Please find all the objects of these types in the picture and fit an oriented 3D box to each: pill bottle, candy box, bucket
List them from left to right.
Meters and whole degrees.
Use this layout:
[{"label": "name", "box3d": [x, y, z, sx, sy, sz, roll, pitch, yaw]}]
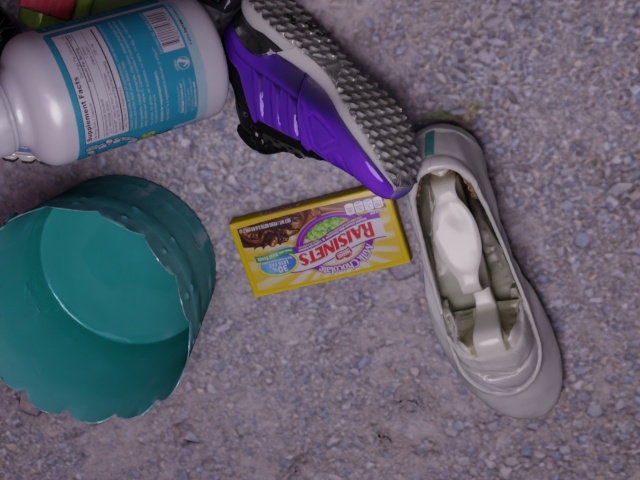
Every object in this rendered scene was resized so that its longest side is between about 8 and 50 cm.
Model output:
[{"label": "pill bottle", "box3d": [-0.244, -0.170, 1.195, 0.264, 0.146, 0.146, -21, 110, -23]}, {"label": "bucket", "box3d": [-0.264, 0.061, 1.331, 0.281, 0.183, 0.281, 3, 111, 9]}, {"label": "candy box", "box3d": [0.000, 0.000, 1.348, 0.206, 0.027, 0.105, -14, 111, 14]}]

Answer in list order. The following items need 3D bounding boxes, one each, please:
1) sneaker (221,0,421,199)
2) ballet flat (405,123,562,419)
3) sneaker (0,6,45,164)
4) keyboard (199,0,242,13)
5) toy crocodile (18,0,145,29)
[{"label": "sneaker", "box3d": [-0.015, -0.136, 1.236, 0.293, 0.102, 0.146, 51, 122, 16]}, {"label": "ballet flat", "box3d": [0.182, 0.062, 1.286, 0.139, 0.139, 0.400, -16, 107, 15]}, {"label": "sneaker", "box3d": [-0.390, -0.197, 1.283, 0.330, 0.130, 0.147, 22, 115, 1]}, {"label": "keyboard", "box3d": [-0.119, -0.429, 1.202, 0.202, 0.033, 0.317, 27, 112, -1]}, {"label": "toy crocodile", "box3d": [-0.353, -0.310, 1.223, 0.341, 0.105, 0.115, 21, 114, -17]}]
